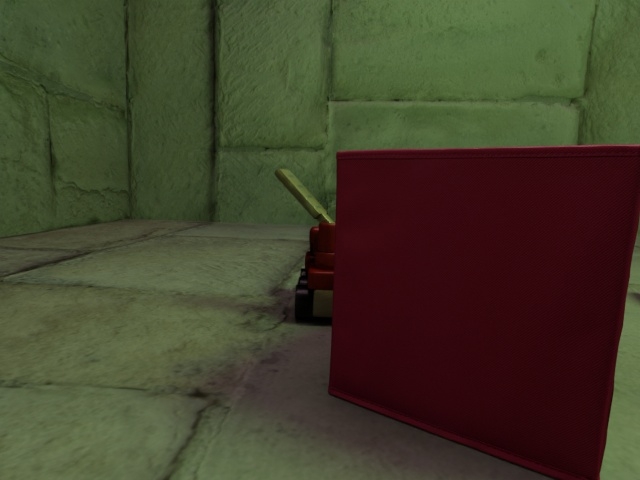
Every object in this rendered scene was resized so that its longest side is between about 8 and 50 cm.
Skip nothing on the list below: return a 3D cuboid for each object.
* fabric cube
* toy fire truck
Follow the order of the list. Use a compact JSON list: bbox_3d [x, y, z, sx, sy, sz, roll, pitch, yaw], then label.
[{"bbox_3d":[0.181,0.038,0.458,0.254,0.258,0.259,6,8,34],"label":"fabric cube"},{"bbox_3d":[0.000,0.000,0.746,0.158,0.247,0.217,2,8,1],"label":"toy fire truck"}]
